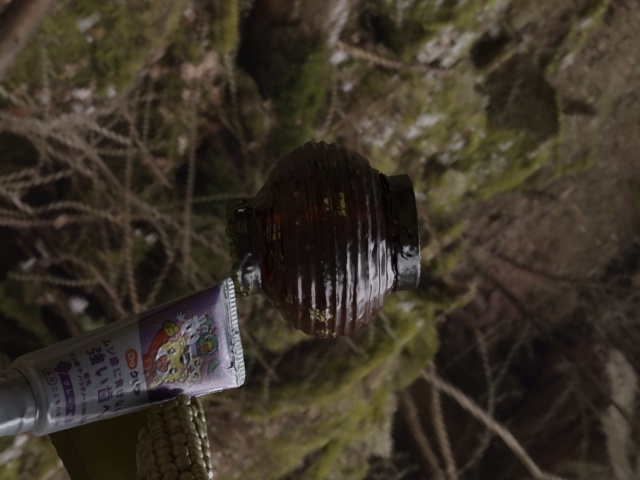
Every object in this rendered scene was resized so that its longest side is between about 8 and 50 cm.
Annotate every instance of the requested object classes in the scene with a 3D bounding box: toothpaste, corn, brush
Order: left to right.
[{"bbox_3d":[-0.194,0.123,1.180,0.299,0.114,0.073,-15,-169,-38],"label":"toothpaste"},{"bbox_3d":[-0.245,0.268,1.504,0.123,0.197,0.059,-14,155,-39],"label":"brush"},{"bbox_3d":[-0.134,0.233,1.137,0.087,0.087,0.211,-39,-142,15],"label":"corn"}]

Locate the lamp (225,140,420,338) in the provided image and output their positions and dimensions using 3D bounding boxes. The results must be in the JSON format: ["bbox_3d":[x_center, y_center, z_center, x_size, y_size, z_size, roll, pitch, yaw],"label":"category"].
[{"bbox_3d":[0.000,0.000,1.456,0.247,0.247,0.247,-39,-178,1],"label":"lamp"}]
